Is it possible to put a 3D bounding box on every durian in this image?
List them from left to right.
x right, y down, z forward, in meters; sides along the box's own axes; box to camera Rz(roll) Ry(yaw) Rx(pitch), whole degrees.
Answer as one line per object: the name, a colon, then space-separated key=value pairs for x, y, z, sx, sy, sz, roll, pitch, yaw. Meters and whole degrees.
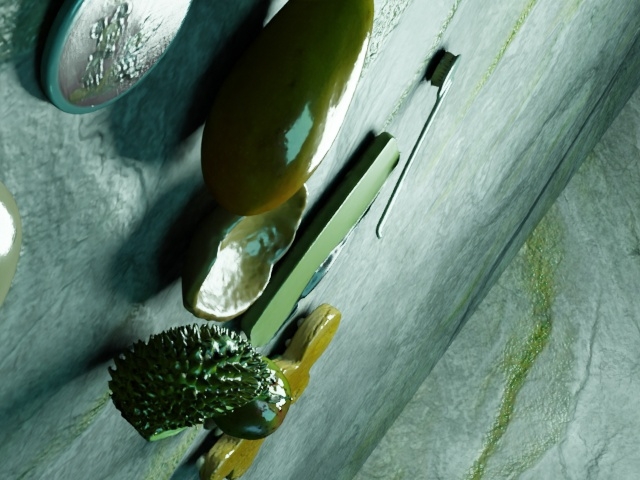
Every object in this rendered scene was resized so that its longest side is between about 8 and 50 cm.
durian: x=-0.124 y=0.130 z=1.320 sx=0.095 sy=0.137 sz=0.221 roll=-51 pitch=156 yaw=24

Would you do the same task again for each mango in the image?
mango: x=-0.028 y=-0.136 z=1.157 sx=0.253 sy=0.113 sz=0.138 roll=-61 pitch=163 yaw=9

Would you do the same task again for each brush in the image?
brush: x=0.123 y=-0.127 z=1.666 sx=0.062 sy=0.027 sz=0.266 roll=20 pitch=95 yaw=-83

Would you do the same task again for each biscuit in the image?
biscuit: x=-0.070 y=0.216 z=1.812 sx=0.301 sy=0.049 sz=0.197 roll=-55 pitch=168 yaw=-2
biscuit: x=0.000 y=0.000 z=1.616 sx=0.322 sy=0.038 sz=0.099 roll=-53 pitch=160 yaw=-8

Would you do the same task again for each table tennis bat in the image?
table tennis bat: x=-0.132 y=-0.192 z=0.910 sx=0.153 sy=0.040 sz=0.244 roll=-32 pitch=156 yaw=-52

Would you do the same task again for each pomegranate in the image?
pomegranate: x=-0.104 y=0.207 z=1.616 sx=0.142 sy=0.114 sz=0.114 roll=-40 pitch=177 yaw=39

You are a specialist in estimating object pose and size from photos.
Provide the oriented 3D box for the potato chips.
potato chips: x=-0.090 y=0.001 z=1.327 sx=0.208 sy=0.062 sz=0.195 roll=-36 pitch=155 yaw=-48

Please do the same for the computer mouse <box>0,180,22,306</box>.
computer mouse: x=-0.288 y=0.054 z=0.853 sx=0.236 sy=0.082 sz=0.145 roll=-53 pitch=164 yaw=-13
